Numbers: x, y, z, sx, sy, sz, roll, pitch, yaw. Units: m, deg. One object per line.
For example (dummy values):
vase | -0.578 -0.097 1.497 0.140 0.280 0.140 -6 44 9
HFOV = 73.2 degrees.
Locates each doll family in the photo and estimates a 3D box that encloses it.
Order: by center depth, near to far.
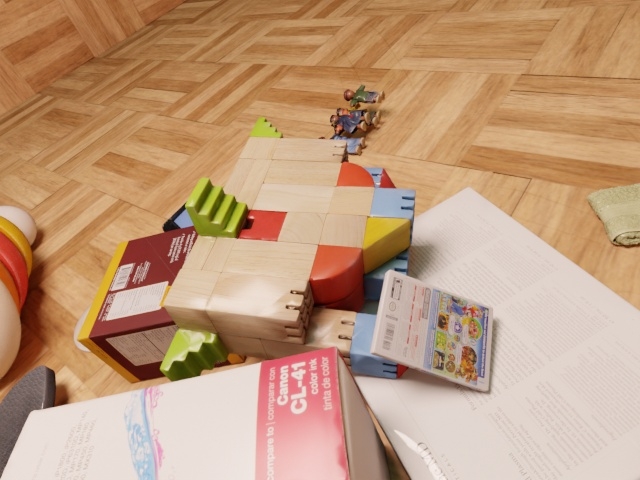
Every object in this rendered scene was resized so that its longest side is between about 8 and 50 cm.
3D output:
doll family | 0.062 -0.261 0.950 0.111 0.076 0.193 16 58 28

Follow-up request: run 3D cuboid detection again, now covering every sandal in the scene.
sandal | -0.411 0.303 0.605 0.097 0.054 0.254 -26 52 6

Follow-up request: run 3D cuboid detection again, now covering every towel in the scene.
towel | 0.469 -0.045 0.602 0.148 0.027 0.110 -9 44 13

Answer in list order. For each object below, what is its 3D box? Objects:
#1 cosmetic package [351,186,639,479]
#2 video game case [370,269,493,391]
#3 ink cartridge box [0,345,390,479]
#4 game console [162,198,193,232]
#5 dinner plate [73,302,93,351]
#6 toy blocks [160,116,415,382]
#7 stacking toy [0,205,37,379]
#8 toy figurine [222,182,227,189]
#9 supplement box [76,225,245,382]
cosmetic package | 0.178 0.122 0.503 0.284 0.097 0.377 -27 43 -7
video game case | 0.114 0.088 0.427 0.122 0.011 0.087 20 62 -8
ink cartridge box | -0.096 0.236 0.408 0.306 0.226 0.131 -13 43 9
game console | -0.224 -0.033 0.844 0.071 0.107 0.122 -12 34 53
dinner plate | -0.384 0.135 0.779 0.141 0.017 0.141 -11 43 11
toy blocks | 0.000 0.000 0.533 0.261 0.191 0.381 5 50 13
stacking toy | -0.699 0.055 0.839 0.350 0.350 0.480 -24 25 -2
toy figurine | -0.097 -0.066 0.803 0.173 0.130 0.159 -29 52 10
supplement box | -0.222 0.091 0.673 0.194 0.129 0.191 -12 43 10
